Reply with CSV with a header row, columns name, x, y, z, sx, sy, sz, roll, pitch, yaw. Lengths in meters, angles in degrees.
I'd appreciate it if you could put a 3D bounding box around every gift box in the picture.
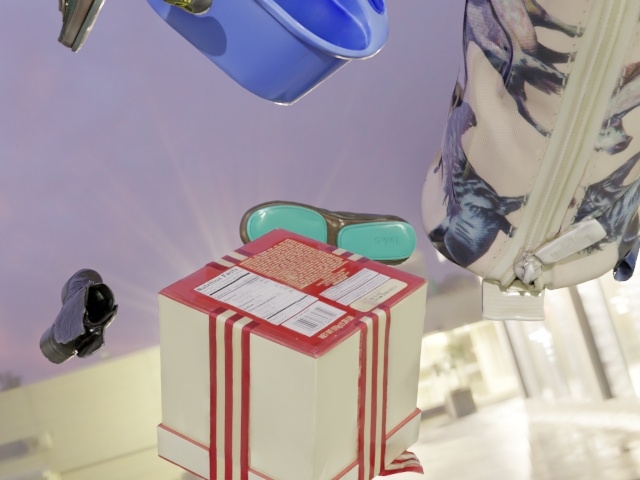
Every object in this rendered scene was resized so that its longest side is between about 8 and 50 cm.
name,x,y,z,sx,sy,sz,roll,pitch,yaw
gift box,-0.023,0.171,1.351,0.276,0.258,0.255,24,34,35

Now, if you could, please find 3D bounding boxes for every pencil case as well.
name,x,y,z,sx,sy,sz,roll,pitch,yaw
pencil case,0.155,-0.133,0.685,0.160,0.183,0.410,-1,-37,-4

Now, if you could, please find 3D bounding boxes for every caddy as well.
name,x,y,z,sx,sy,sz,roll,pitch,yaw
caddy,-0.066,-0.341,1.507,0.179,0.341,0.241,-39,18,38

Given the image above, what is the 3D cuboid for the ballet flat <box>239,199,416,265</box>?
name,x,y,z,sx,sy,sz,roll,pitch,yaw
ballet flat,0.000,0.000,1.684,0.280,0.095,0.096,7,-2,-28

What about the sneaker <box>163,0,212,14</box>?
name,x,y,z,sx,sy,sz,roll,pitch,yaw
sneaker,-0.161,-0.278,1.371,0.083,0.031,0.035,16,8,33

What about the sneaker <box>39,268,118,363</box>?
name,x,y,z,sx,sy,sz,roll,pitch,yaw
sneaker,-0.239,0.070,1.248,0.089,0.051,0.170,-37,21,29

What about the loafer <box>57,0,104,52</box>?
name,x,y,z,sx,sy,sz,roll,pitch,yaw
loafer,-0.339,-0.403,1.752,0.084,0.096,0.267,25,-59,-12
